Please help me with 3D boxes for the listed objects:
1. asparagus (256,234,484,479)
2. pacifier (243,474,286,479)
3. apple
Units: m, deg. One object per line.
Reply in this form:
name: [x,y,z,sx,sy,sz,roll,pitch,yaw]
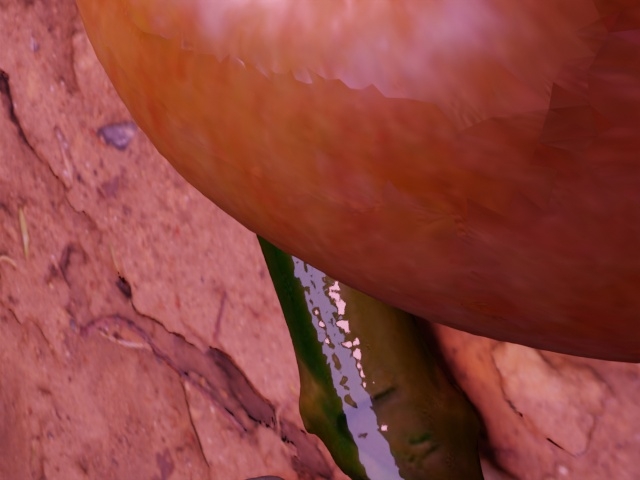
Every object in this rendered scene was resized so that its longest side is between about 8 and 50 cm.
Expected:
asparagus: [0.001,0.000,0.991,0.085,0.082,0.343,-39,71,54]
pacifier: [-0.059,0.300,1.103,0.343,0.288,0.269,-30,113,32]
apple: [0.095,-0.149,0.603,0.391,0.346,0.391,18,114,46]
